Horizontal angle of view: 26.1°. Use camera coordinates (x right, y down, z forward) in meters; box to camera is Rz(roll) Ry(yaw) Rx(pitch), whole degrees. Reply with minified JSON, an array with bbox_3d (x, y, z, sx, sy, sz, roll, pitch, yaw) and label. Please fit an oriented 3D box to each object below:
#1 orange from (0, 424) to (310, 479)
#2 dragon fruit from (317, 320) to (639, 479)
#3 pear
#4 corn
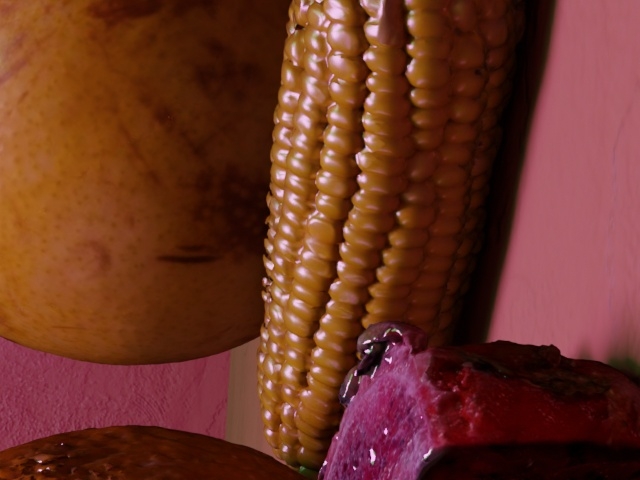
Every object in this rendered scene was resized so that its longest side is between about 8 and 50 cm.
[{"bbox_3d":[-0.087,0.245,0.582,0.357,0.322,0.322,-146,60,-81],"label":"orange"},{"bbox_3d":[0.046,0.075,0.462,0.096,0.102,0.147,-103,26,-44],"label":"dragon fruit"},{"bbox_3d":[-0.101,-0.064,0.767,0.281,0.280,0.281,-176,90,-83],"label":"pear"},{"bbox_3d":[0.027,-0.024,0.634,0.115,0.115,0.318,-99,15,-63],"label":"corn"}]
